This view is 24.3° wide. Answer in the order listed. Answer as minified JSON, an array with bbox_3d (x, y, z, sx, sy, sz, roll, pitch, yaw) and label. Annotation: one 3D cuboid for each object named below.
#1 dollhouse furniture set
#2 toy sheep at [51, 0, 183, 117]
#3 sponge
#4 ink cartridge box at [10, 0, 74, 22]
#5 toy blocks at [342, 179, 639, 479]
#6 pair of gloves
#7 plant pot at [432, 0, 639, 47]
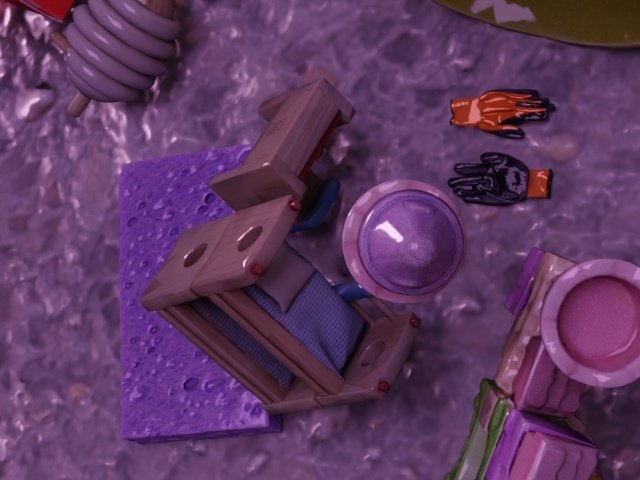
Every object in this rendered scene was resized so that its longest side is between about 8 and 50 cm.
[{"bbox_3d":[0.000,0.000,0.993,0.129,0.129,0.184,-15,38,51],"label":"dollhouse furniture set"},{"bbox_3d":[-0.154,-0.150,1.130,0.091,0.091,0.132,42,109,26],"label":"toy sheep"},{"bbox_3d":[-0.089,0.039,1.080,0.117,0.031,0.210,-9,73,22],"label":"sponge"},{"bbox_3d":[-0.216,-0.252,1.154,0.231,0.078,0.134,-60,29,0],"label":"ink cartridge box"},{"bbox_3d":[0.120,0.140,0.778,0.309,0.260,0.288,21,93,-4],"label":"toy blocks"},{"bbox_3d":[0.125,-0.065,1.028,0.074,0.010,0.083,-2,78,21],"label":"pair of gloves"},{"bbox_3d":[0.160,-0.316,0.945,0.275,0.275,0.293,18,79,26],"label":"plant pot"}]
